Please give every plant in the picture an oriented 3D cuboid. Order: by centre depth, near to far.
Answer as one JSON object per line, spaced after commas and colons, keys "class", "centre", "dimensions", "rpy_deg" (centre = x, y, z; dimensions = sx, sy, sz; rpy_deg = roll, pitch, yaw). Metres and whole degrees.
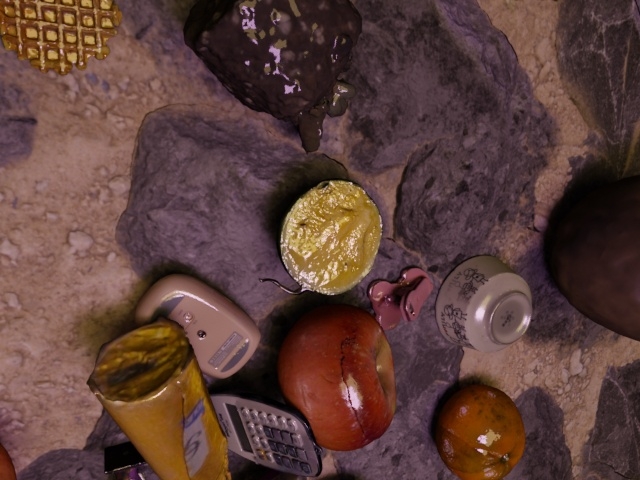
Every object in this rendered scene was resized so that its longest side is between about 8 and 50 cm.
{"class": "plant", "centre": [-0.044, -0.293, 0.786], "dimensions": [0.312, 0.213, 0.215], "rpy_deg": [39, 85, -36]}

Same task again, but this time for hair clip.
{"class": "hair clip", "centre": [0.179, 0.123, 1.095], "dimensions": [0.138, 0.102, 0.123], "rpy_deg": [-46, 124, -42]}

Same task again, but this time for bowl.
{"class": "bowl", "centre": [0.402, 0.161, 1.147], "dimensions": [0.238, 0.126, 0.237], "rpy_deg": [-6, 105, -23]}

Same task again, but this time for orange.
{"class": "orange", "centre": [0.396, 0.477, 1.203], "dimensions": [0.240, 0.171, 0.240], "rpy_deg": [-5, 105, -21]}

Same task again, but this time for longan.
{"class": "longan", "centre": [0.781, 0.040, 1.122], "dimensions": [0.436, 0.404, 0.403], "rpy_deg": [2, 104, -21]}

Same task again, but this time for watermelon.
{"class": "watermelon", "centre": [0.005, -0.006, 0.929], "dimensions": [0.204, 0.127, 0.232], "rpy_deg": [23, 93, -27]}

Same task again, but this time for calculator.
{"class": "calculator", "centre": [-0.106, 0.366, 0.934], "dimensions": [0.040, 0.268, 0.177], "rpy_deg": [-37, 122, -46]}

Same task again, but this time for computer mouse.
{"class": "computer mouse", "centre": [-0.223, 0.157, 0.903], "dimensions": [0.236, 0.082, 0.145], "rpy_deg": [40, 88, -27]}

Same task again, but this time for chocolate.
{"class": "chocolate", "centre": [-0.241, 0.343, 0.880], "dimensions": [0.162, 0.162, 0.445], "rpy_deg": [-23, 130, -16]}

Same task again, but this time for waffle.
{"class": "waffle", "centre": [-0.390, -0.342, 0.721], "dimensions": [0.191, 0.038, 0.191], "rpy_deg": [-6, 106, -22]}

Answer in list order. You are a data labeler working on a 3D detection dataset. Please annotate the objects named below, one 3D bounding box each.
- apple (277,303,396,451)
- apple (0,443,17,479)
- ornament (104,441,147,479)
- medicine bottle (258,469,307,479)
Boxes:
{"class": "apple", "centre": [0.035, 0.261, 0.957], "dimensions": [0.206, 0.251, 0.271], "rpy_deg": [-11, 116, 25]}
{"class": "apple", "centre": [-0.610, 0.427, 0.705], "dimensions": [0.299, 0.299, 0.275], "rpy_deg": [18, 121, -26]}
{"class": "ornament", "centre": [-0.359, 0.486, 0.940], "dimensions": [0.088, 0.081, 0.203], "rpy_deg": [-10, 110, -19]}
{"class": "medicine bottle", "centre": [-0.098, 0.526, 0.996], "dimensions": [0.171, 0.201, 0.052], "rpy_deg": [-39, 88, -8]}
